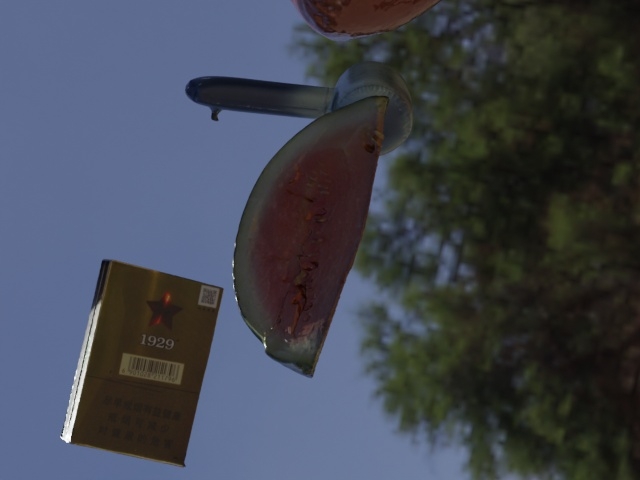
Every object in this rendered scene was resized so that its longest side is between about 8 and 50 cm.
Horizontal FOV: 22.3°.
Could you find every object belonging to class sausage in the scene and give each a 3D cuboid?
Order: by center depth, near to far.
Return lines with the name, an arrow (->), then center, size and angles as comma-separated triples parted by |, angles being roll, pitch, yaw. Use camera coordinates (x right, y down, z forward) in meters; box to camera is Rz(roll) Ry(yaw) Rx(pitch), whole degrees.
sausage -> 0.070, -0.284, 1.548 | 0.254, 0.148, 0.148 | -37, -33, -18

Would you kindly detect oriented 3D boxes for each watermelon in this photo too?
watermelon -> -0.013, -0.002, 0.926 | 0.087, 0.069, 0.163 | 110, 176, -75

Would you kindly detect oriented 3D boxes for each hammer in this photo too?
hammer -> -0.019, -0.118, 1.381 | 0.116, 0.194, 0.069 | -86, 1, -71

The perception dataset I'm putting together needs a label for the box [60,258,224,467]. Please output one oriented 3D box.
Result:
box -> -0.125, 0.087, 1.147 | 0.090, 0.023, 0.133 | 14, -95, -28
